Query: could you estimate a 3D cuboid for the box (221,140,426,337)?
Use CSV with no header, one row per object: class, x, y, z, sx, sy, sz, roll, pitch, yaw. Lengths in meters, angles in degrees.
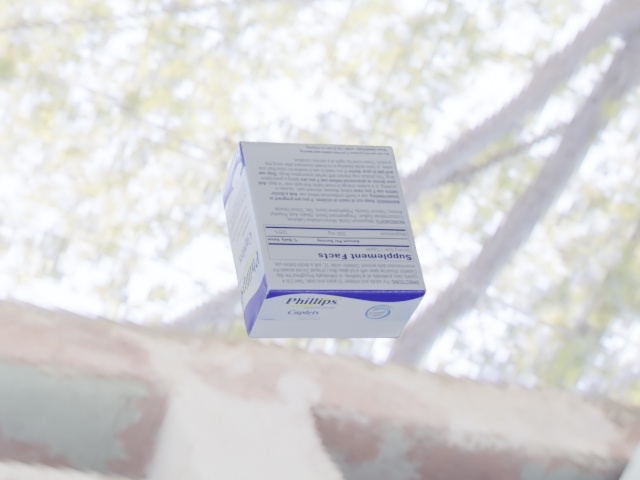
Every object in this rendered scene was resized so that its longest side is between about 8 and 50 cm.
box,0.000,0.000,1.346,0.126,0.072,0.137,1,-124,-19
